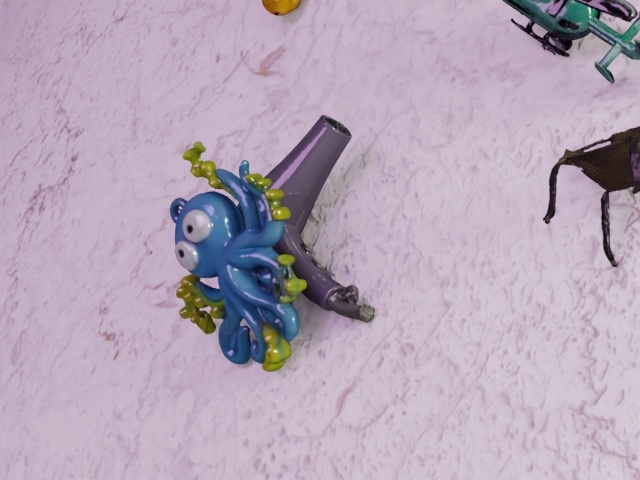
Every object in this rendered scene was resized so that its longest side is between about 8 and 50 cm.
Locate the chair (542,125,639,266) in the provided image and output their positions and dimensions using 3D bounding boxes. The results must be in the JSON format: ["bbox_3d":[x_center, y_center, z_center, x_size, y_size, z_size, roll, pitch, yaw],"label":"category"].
[{"bbox_3d":[0.375,-0.092,1.300,0.174,0.149,0.213,-20,47,42],"label":"chair"}]

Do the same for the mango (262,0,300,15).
[{"bbox_3d":[-0.077,-0.530,2.180,0.098,0.075,0.190,-12,50,25],"label":"mango"}]

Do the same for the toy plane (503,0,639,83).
[{"bbox_3d":[0.347,-0.322,1.489,0.106,0.155,0.381,-50,54,9],"label":"toy plane"}]

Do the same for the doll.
[{"bbox_3d":[-0.149,0.045,1.709,0.341,0.099,0.346,44,130,34],"label":"doll"}]

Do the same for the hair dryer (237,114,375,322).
[{"bbox_3d":[0.000,0.000,1.704,0.301,0.121,0.361,-53,48,18],"label":"hair dryer"}]
